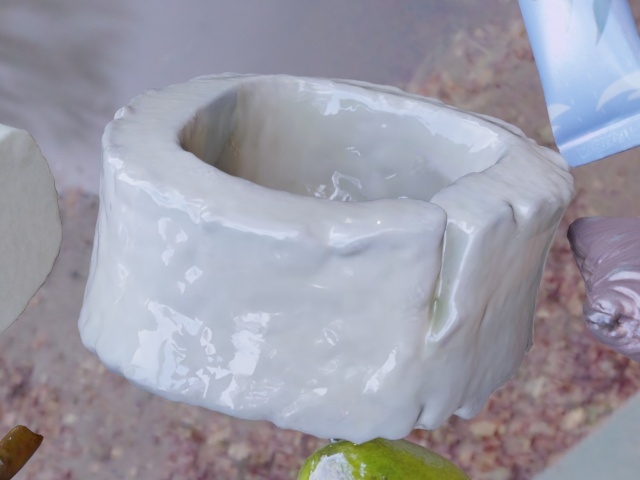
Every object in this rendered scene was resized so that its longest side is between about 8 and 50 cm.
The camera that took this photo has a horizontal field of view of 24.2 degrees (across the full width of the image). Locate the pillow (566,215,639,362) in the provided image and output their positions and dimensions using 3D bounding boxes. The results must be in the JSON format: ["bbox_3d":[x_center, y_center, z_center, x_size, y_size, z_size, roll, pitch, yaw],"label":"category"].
[{"bbox_3d":[0.257,0.043,0.876,0.236,0.223,0.084,-64,-11,-79],"label":"pillow"}]

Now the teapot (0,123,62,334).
[{"bbox_3d":[-0.208,-0.014,0.555,0.200,0.077,0.107,17,53,23],"label":"teapot"}]

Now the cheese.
[{"bbox_3d":[0.003,-0.002,0.989,0.292,0.332,0.153,17,114,17],"label":"cheese"}]

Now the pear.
[{"bbox_3d":[0.075,0.298,1.360,0.212,0.212,0.269,-36,81,28],"label":"pear"}]

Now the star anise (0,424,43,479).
[{"bbox_3d":[-0.158,0.172,0.665,0.196,0.212,0.111,-40,91,0],"label":"star anise"}]

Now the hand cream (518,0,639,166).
[{"bbox_3d":[0.135,-0.172,0.847,0.088,0.055,0.256,-22,83,50],"label":"hand cream"}]
